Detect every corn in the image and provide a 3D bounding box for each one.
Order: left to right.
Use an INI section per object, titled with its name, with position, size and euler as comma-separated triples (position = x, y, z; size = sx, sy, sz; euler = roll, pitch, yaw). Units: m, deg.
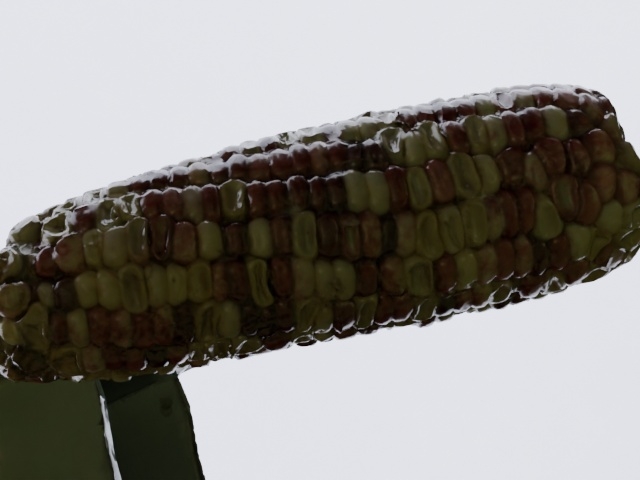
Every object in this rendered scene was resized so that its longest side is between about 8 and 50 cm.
[corn]
position = 0.000, 0.000, 0.597
size = 0.290, 0.098, 0.098
euler = -14, -67, -7

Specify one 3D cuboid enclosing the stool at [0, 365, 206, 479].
[stool]
position = -0.030, 0.147, 0.738
size = 0.269, 0.170, 0.244
euler = -24, -107, 9
